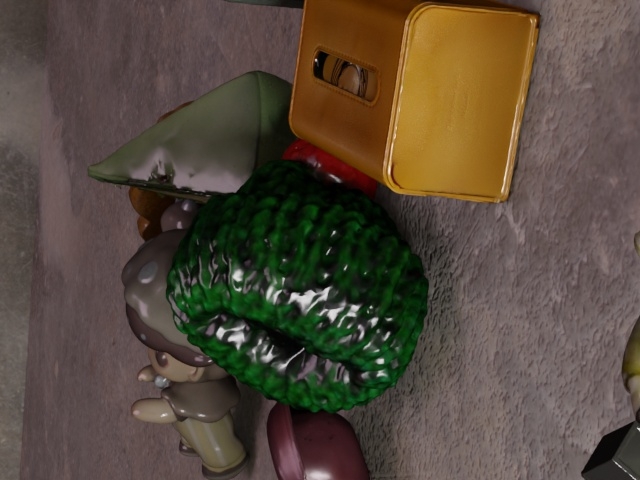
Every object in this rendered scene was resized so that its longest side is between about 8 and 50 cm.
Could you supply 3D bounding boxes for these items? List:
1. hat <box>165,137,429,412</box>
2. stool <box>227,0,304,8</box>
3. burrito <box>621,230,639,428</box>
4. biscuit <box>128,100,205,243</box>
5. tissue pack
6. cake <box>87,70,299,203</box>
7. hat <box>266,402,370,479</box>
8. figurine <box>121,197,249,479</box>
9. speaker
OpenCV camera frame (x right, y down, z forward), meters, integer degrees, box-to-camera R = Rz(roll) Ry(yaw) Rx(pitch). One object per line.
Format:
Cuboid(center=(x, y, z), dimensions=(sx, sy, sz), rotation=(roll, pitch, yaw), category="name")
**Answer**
Cuboid(center=(0.000, 0.000, 1.713), dimensions=(0.242, 0.274, 0.332), rotation=(-39, 23, 47), category="hat")
Cuboid(center=(-0.082, -0.457, 1.813), dimensions=(0.226, 0.310, 0.310), rotation=(-113, 37, -46), category="stool")
Cuboid(center=(0.324, 0.021, 1.035), dimensions=(0.332, 0.135, 0.190), rotation=(131, 145, -60), category="burrito")
Cuboid(center=(-0.171, -0.085, 2.133), dimensions=(0.295, 0.186, 0.044), rotation=(-57, 40, 41), category="biscuit")
Cuboid(center=(0.085, -0.162, 1.602), dimensions=(0.274, 0.145, 0.194), rotation=(-145, 59, -64), category="tissue pack")
Cuboid(center=(-0.141, -0.128, 1.965), dimensions=(0.284, 0.158, 0.172), rotation=(8, 82, 34), category="cake")
Cuboid(center=(0.008, 0.256, 1.763), dimensions=(0.205, 0.089, 0.205), rotation=(-21, -90, -85), category="hat")
Cuboid(center=(-0.158, 0.141, 2.092), dimensions=(0.248, 0.203, 0.380), rotation=(-100, 8, -63), category="figurine")
Cuboid(center=(0.272, 0.206, 1.091), dimensions=(0.040, 0.191, 0.046), rotation=(-50, 2, -32), category="speaker")
